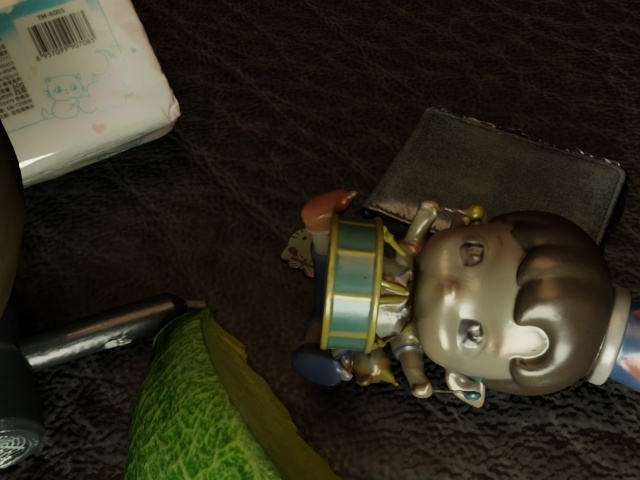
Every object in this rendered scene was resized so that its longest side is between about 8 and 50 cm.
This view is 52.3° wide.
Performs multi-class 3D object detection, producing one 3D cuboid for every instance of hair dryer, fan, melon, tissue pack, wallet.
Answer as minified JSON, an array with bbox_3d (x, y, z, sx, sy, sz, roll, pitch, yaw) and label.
[{"bbox_3d":[-0.196,0.091,0.531,0.219,0.071,0.124,-18,57,-22],"label":"hair dryer"},{"bbox_3d":[0.000,0.000,0.620,0.056,0.004,0.083,24,57,18],"label":"fan"},{"bbox_3d":[-0.064,0.171,0.430,0.124,0.196,0.323,2,35,-42],"label":"melon"},{"bbox_3d":[-0.297,-0.152,0.624,0.271,0.201,0.124,-26,14,-17],"label":"tissue pack"},{"bbox_3d":[0.171,-0.042,0.629,0.222,0.036,0.167,22,58,19],"label":"wallet"}]

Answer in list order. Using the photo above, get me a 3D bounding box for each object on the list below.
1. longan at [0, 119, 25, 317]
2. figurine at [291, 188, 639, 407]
[{"bbox_3d":[-0.377,-0.032,0.369,0.405,0.404,0.336,18,17,14],"label":"longan"},{"bbox_3d":[0.117,0.045,0.486,0.276,0.158,0.161,2,82,-2],"label":"figurine"}]
